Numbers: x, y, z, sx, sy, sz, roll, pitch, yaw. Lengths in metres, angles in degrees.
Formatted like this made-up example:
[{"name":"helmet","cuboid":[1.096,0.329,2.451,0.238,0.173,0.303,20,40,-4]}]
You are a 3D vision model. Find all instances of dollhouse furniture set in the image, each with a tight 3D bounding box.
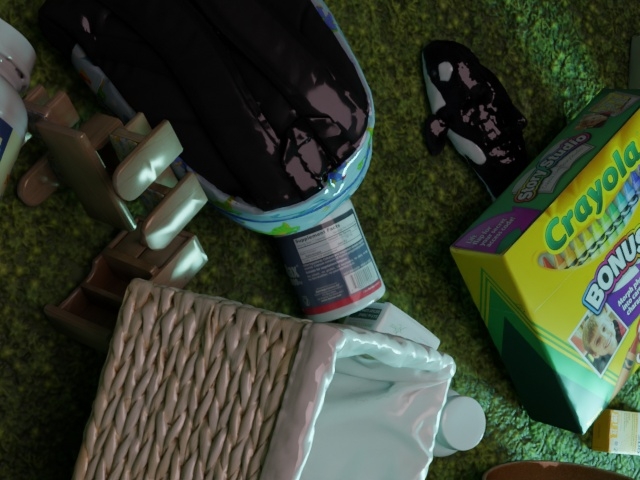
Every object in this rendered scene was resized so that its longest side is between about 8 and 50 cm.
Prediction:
[{"name":"dollhouse furniture set","cuboid":[-0.246,-0.018,1.542,0.161,0.212,0.242,-49,137,-26]}]

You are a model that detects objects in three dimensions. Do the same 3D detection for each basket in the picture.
[{"name":"basket","cuboid":[-0.062,0.234,1.518,0.328,0.266,0.331,20,84,-62]}]

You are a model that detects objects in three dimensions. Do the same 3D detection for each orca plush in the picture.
[{"name":"orca plush","cuboid":[0.228,-0.137,1.904,0.151,0.102,0.287,-15,94,-32]}]

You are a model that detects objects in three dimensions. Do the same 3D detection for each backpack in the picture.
[{"name":"backpack","cuboid":[-0.091,-0.176,1.604,0.290,0.273,0.355,-40,68,-12]}]

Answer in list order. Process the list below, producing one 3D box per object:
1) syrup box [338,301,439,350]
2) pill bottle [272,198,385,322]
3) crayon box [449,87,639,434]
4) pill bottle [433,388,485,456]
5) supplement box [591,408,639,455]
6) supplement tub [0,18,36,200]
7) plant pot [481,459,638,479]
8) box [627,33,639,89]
[{"name":"syrup box","cuboid":[0.039,0.198,1.755,0.096,0.093,0.236,37,74,-24]},{"name":"pill bottle","cuboid":[0.000,0.000,1.749,0.108,0.108,0.180,-26,100,-31]},{"name":"crayon box","cuboid":[0.370,0.022,1.935,0.363,0.106,0.313,-45,124,-27]},{"name":"pill bottle","cuboid":[0.130,0.224,1.780,0.087,0.160,0.087,3,84,-31]},{"name":"supplement box","cuboid":[0.436,0.274,2.039,0.098,0.036,0.062,8,82,-31]},{"name":"supplement tub","cuboid":[-0.430,-0.072,1.412,0.235,0.235,0.324,25,74,-28]},{"name":"plant pot","cuboid":[0.315,0.443,1.858,0.237,0.237,0.254,0,99,-32]},{"name":"box","cuboid":[0.581,-0.220,2.117,0.232,0.127,0.148,11,81,-30]}]
